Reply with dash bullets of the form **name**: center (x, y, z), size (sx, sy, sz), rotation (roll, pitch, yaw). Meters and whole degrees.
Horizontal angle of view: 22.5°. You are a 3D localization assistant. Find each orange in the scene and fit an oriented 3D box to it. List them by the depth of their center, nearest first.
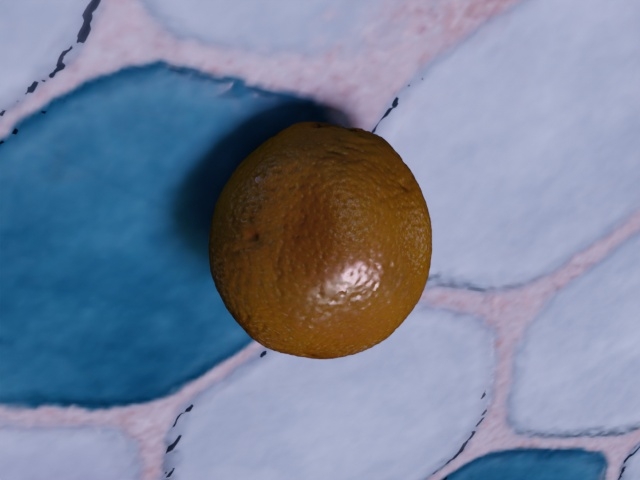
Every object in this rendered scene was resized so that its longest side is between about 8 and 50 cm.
- **orange**: center (0.000, 0.000, 0.562), size (0.085, 0.085, 0.085), rotation (-20, 140, -17)
